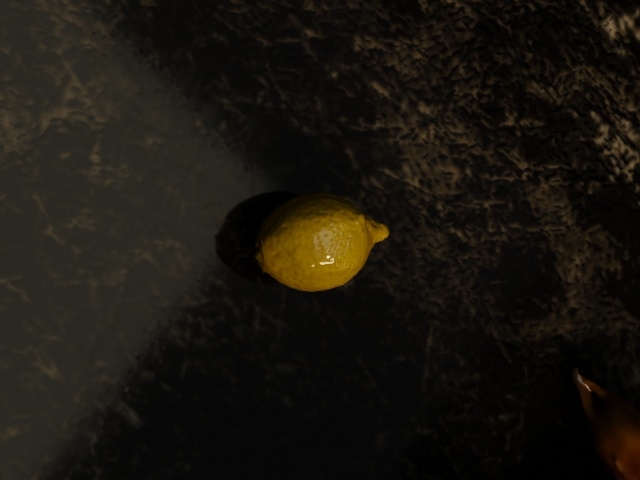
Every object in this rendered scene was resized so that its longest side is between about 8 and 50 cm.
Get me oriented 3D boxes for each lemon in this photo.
[{"bbox_3d":[0.000,0.000,0.818,0.092,0.065,0.065,-13,99,-18],"label":"lemon"}]

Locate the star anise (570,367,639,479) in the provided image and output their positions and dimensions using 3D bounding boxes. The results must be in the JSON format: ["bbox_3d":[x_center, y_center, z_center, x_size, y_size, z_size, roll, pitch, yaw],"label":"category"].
[{"bbox_3d":[0.258,0.259,0.935,0.237,0.148,0.346,-20,106,-4],"label":"star anise"}]
